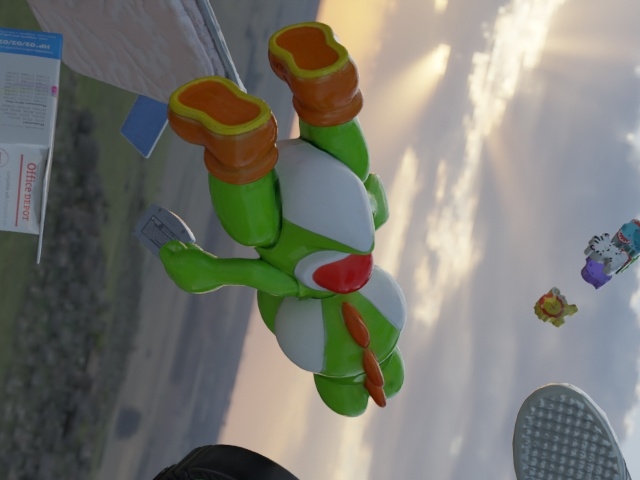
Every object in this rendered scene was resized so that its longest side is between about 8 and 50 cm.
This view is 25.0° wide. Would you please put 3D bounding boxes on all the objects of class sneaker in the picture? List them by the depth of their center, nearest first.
[{"bbox_3d":[0.304,0.306,1.646,0.127,0.126,0.321,-44,115,-77],"label":"sneaker"}]

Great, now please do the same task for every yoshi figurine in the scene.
[{"bbox_3d":[-0.021,-0.007,1.270,0.203,0.203,0.362,-71,152,-48],"label":"yoshi figurine"}]

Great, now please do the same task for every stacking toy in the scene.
[{"bbox_3d":[0.397,0.015,1.948,0.221,0.052,0.167,-35,167,-33],"label":"stacking toy"}]

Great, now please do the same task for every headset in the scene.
[{"bbox_3d":[-0.131,0.364,1.567,0.185,0.243,0.394,-39,-172,-40],"label":"headset"}]

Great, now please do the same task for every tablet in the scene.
[{"bbox_3d":[-0.190,-0.139,1.606,0.006,0.054,0.083,-3,131,-54],"label":"tablet"}]

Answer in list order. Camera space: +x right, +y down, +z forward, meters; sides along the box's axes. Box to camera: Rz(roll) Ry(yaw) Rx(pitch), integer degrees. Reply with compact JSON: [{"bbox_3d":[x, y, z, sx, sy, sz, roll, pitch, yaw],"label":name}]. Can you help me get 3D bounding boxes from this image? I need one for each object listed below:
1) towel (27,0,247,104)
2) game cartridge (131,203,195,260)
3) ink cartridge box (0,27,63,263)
[{"bbox_3d":[-0.228,-0.286,1.423,0.053,0.317,0.332,-42,132,-25],"label":"towel"},{"bbox_3d":[-0.197,-0.008,1.828,0.056,0.083,0.017,-54,150,8],"label":"game cartridge"},{"bbox_3d":[-0.254,-0.080,1.205,0.104,0.061,0.181,106,-15,-45],"label":"ink cartridge box"}]
